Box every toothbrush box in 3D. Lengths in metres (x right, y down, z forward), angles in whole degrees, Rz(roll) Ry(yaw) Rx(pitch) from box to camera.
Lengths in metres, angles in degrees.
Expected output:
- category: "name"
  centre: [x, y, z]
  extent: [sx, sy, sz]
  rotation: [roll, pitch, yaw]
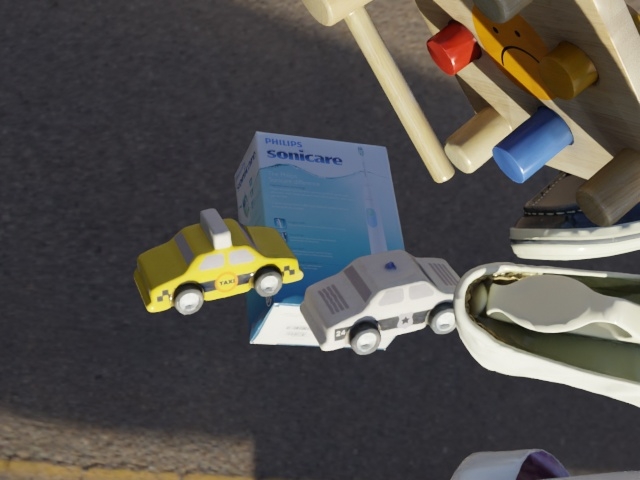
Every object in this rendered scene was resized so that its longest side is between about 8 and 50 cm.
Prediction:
- category: "toothbrush box"
  centre: [0.000, 0.000, 1.668]
  extent: [0.216, 0.126, 0.296]
  rotation: [4, 58, -21]

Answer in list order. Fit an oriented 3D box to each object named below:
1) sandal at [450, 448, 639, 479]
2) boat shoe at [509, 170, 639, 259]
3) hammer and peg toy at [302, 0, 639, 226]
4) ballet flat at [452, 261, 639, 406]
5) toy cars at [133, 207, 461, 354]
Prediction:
- category: "sandal"
  centre: [0.101, 0.180, 0.619]
  extent: [0.416, 0.102, 0.169]
  rotation: [12, 106, -29]
- category: "boat shoe"
  centre: [0.386, -0.113, 1.317]
  extent: [0.500, 0.186, 0.156]
  rotation: [-30, 109, -33]
- category: "hammer and peg toy"
  centre: [0.138, -0.160, 0.907]
  extent: [0.127, 0.361, 0.266]
  rotation: [-40, 118, -11]
- category: "ballet flat"
  centre: [0.295, 0.083, 0.976]
  extent: [0.139, 0.400, 0.139]
  rotation: [-21, 114, -60]
- category: "toy cars"
  centre: [-0.022, 0.032, 1.261]
  extent: [0.176, 0.393, 0.087]
  rotation: [-56, 151, -52]
